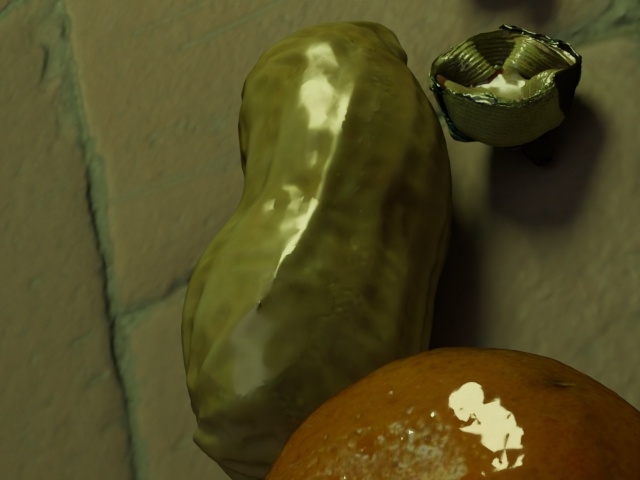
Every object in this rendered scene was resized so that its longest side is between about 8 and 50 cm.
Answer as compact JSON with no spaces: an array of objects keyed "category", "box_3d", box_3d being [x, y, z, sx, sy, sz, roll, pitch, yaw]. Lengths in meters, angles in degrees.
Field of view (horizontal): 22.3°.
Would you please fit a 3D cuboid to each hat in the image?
[{"category":"hat","box_3d":[0.106,-0.081,0.931,0.076,0.059,0.077,-35,46,-31]}]

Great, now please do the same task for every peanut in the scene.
[{"category":"peanut","box_3d":[0.000,0.000,0.916,0.147,0.147,0.306,-9,55,37]}]

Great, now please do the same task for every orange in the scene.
[{"category":"orange","box_3d":[0.069,0.158,0.728,0.224,0.170,0.224,-23,46,25]}]
